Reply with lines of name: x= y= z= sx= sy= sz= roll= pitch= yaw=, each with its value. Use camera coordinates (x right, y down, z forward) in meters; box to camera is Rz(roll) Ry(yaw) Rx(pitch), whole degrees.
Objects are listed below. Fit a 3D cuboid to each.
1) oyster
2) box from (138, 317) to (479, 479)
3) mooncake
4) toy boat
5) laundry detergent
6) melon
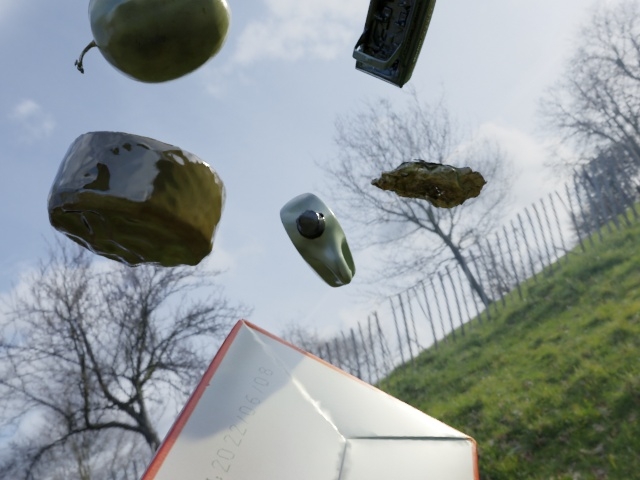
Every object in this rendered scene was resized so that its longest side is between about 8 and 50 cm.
oyster: x=0.154 y=-0.080 z=0.833 sx=0.166 sy=0.053 sz=0.108 roll=12 pitch=-11 yaw=-3
box: x=-0.040 y=0.322 z=0.545 sx=0.256 sy=0.319 sz=0.348 roll=-63 pitch=2 yaw=27
mooncake: x=-0.314 y=-0.054 z=0.975 sx=0.285 sy=0.155 sz=0.284 roll=8 pitch=-24 yaw=4
toy boat: x=0.113 y=-0.341 z=0.805 sx=0.103 sy=0.093 sz=0.246 roll=-31 pitch=-36 yaw=-47
laundry detergent: x=0.000 y=0.000 z=1.156 sx=0.105 sy=0.214 sz=0.280 roll=-32 pitch=-8 yaw=-3
melon: x=-0.347 y=-0.467 z=1.209 sx=0.308 sy=0.271 sz=0.271 roll=2 pitch=-27 yaw=-6
